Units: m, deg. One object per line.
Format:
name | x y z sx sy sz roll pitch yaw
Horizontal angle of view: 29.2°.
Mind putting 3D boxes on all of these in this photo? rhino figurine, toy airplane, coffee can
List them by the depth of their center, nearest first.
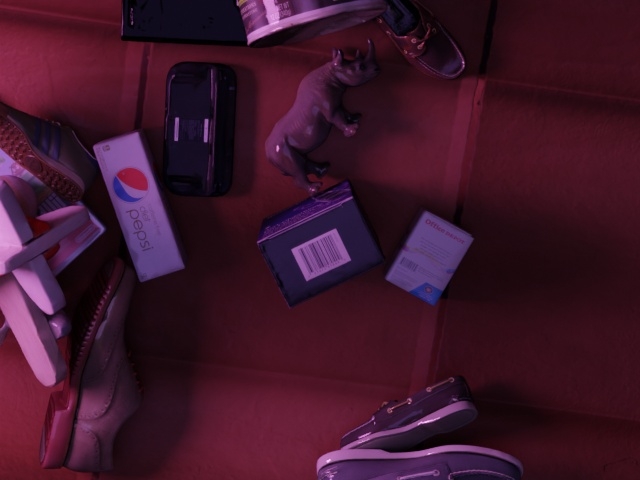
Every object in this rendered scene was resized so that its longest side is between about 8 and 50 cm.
coffee can | -0.037 -0.424 1.684 0.201 0.201 0.275 -15 93 2
toy airplane | -0.469 -0.015 1.702 0.384 0.272 0.386 31 126 4
rhino figurine | 0.009 -0.193 1.811 0.106 0.073 0.243 31 97 -9

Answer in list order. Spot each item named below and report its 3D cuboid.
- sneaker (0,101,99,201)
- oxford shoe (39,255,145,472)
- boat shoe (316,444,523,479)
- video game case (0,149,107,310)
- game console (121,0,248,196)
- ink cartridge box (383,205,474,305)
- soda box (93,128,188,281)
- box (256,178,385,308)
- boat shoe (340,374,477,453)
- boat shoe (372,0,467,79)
sneaker | -0.407 -0.146 1.813 0.192 0.086 0.064 43 136 -10
oxford shoe | -0.324 0.191 1.867 0.130 0.123 0.348 14 106 -19
boat shoe | 0.153 0.381 1.881 0.319 0.099 0.116 0 140 0
video game case | -0.491 -0.054 1.844 0.204 0.025 0.285 -42 98 1
game console | -0.190 -0.244 1.814 0.213 0.044 0.361 3 99 -1
ink cartridge box | 0.163 0.022 1.863 0.088 0.052 0.122 29 100 -6
soda box | -0.266 -0.054 1.834 0.074 0.069 0.216 -17 101 2
box | 0.000 0.000 1.778 0.153 0.207 0.108 -26 99 3
boat shoe | 0.130 0.277 1.903 0.228 0.081 0.068 -23 55 14
boat shoe | 0.132 -0.308 1.792 0.207 0.073 0.073 39 94 -9
